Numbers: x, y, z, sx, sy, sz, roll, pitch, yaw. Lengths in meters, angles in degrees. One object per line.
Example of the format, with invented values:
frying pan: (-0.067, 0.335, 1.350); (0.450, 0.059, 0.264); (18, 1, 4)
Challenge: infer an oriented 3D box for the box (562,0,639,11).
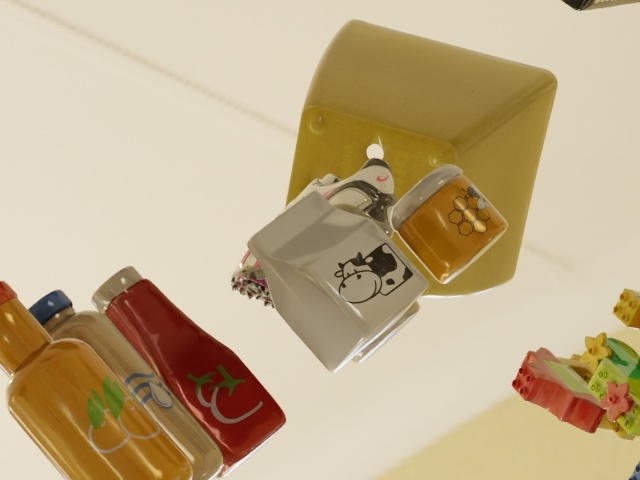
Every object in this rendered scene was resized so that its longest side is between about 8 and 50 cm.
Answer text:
box: (0.139, -0.300, 1.436); (0.257, 0.322, 0.079); (-20, -33, -59)

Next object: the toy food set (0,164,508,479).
toy food set: (-0.038, 0.025, 0.778); (0.232, 0.104, 0.111); (-37, -8, -32)

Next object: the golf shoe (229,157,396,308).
golf shoe: (0.000, 0.000, 1.314); (0.067, 0.086, 0.186); (25, -24, -23)

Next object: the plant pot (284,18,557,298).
plant pot: (0.069, -0.059, 1.694); (0.212, 0.187, 0.212); (17, -69, 16)

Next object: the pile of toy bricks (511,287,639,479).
pile of toy bricks: (0.175, 0.083, 0.933); (0.105, 0.212, 0.118); (13, -68, -33)
